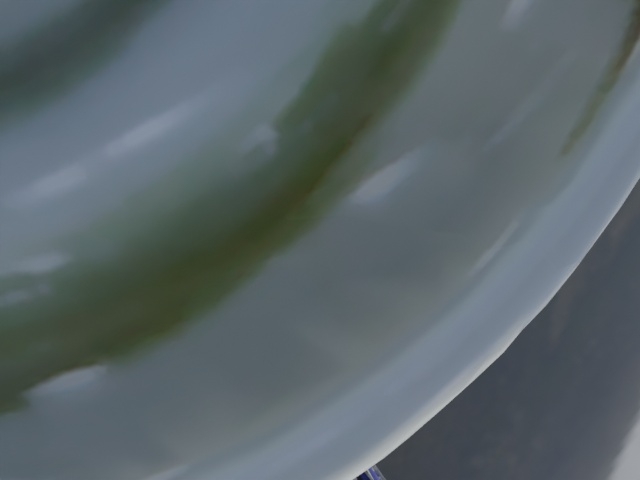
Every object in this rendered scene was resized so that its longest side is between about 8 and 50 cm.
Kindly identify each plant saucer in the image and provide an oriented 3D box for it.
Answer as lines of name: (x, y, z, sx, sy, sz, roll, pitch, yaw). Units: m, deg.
plant saucer: (-0.078, -0.138, 0.302, 0.400, 0.400, 0.100, -47, -149, -23)

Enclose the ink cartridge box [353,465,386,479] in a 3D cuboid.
ink cartridge box: (-0.035, 0.067, 0.965, 0.045, 0.223, 0.224, -34, 173, -4)
